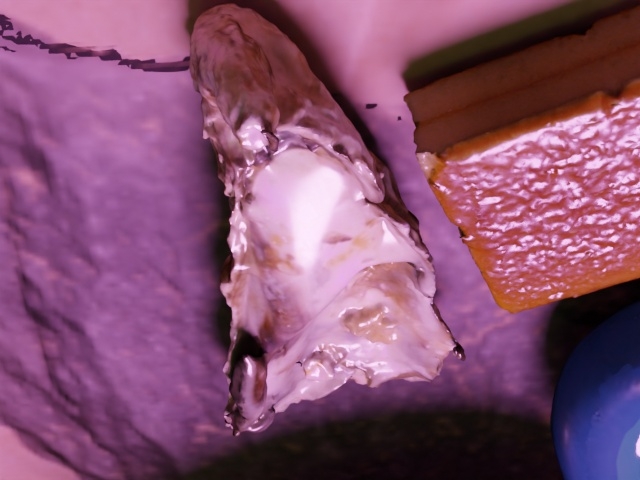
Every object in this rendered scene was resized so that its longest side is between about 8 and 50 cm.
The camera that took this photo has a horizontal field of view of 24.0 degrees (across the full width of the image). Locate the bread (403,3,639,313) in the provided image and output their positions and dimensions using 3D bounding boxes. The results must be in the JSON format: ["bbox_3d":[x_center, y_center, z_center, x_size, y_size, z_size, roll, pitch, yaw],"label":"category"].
[{"bbox_3d":[0.086,-0.023,0.462,0.094,0.035,0.090,-18,137,15],"label":"bread"}]

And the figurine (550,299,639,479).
[{"bbox_3d":[0.048,0.206,0.585,0.416,0.298,0.243,-32,101,23],"label":"figurine"}]

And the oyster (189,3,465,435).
[{"bbox_3d":[0.001,0.004,0.486,0.106,0.061,0.200,-10,144,-20],"label":"oyster"}]
